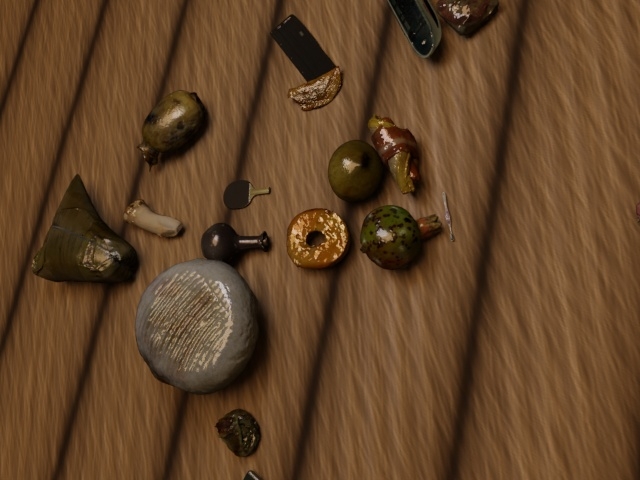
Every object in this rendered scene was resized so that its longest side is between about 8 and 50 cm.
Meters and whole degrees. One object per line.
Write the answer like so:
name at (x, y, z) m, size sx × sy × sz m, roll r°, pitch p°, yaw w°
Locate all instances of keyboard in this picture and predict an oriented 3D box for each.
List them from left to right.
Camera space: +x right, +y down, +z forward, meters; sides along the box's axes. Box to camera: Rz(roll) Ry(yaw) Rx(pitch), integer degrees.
keyboard at (-0.082, -0.600, 2.049) m, size 0.103 × 0.041 × 0.381 m, roll -38°, pitch 68°, yaw 10°

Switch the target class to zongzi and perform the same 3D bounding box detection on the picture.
zongzi at (-0.683, -0.045, 2.100) m, size 0.323 × 0.160 × 0.360 m, roll 2°, pitch 68°, yaw 21°

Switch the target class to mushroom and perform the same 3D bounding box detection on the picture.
mushroom at (-0.495, -0.059, 2.055) m, size 0.209 × 0.071 × 0.084 m, roll 22°, pitch 52°, yaw 27°

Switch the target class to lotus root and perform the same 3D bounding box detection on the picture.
lotus root at (-0.464, -0.337, 2.080) m, size 0.278 × 0.154 × 0.154 m, roll -46°, pitch 60°, yaw 9°

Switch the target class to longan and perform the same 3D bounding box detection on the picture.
longan at (0.083, -0.177, 1.772) m, size 0.155 × 0.145 × 0.176 m, roll -51°, pitch 15°, yaw -22°

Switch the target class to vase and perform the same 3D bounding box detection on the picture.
vase at (-0.230, 0.008, 1.881) m, size 0.183 × 0.120 × 0.120 m, roll -4°, pitch 72°, yaw 11°

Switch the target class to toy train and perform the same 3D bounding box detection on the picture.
toy train at (0.245, -0.647, 1.867) m, size 0.086 × 0.088 × 0.407 m, roll -49°, pitch 53°, yaw 46°

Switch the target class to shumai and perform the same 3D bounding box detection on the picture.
shumai at (-0.215, 0.480, 1.728) m, size 0.099 × 0.087 × 0.124 m, roll -45°, pitch 62°, yaw 5°

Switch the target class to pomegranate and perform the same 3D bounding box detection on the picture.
pomegranate at (0.191, -0.013, 1.660) m, size 0.205 × 0.159 × 0.159 m, roll -17°, pitch 64°, yaw -7°

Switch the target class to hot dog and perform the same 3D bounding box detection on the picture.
hot dog at (0.196, -0.234, 1.738) m, size 0.093 × 0.123 × 0.261 m, roll -35°, pitch 65°, yaw 22°

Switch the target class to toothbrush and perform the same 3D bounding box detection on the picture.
toothbrush at (0.312, -0.060, 1.688) m, size 0.011 × 0.013 × 0.131 m, roll -13°, pitch 65°, yaw 16°

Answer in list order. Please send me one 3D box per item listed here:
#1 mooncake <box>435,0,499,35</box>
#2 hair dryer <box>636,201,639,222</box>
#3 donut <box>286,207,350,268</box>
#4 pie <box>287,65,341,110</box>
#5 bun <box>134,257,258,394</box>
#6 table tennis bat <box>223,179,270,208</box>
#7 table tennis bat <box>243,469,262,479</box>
mooncake at (0.379, -0.607, 1.790) m, size 0.130 × 0.073 × 0.125 m, roll -41°, pitch 61°, yaw -3°
hair dryer at (0.771, -0.173, 1.406) m, size 0.125 × 0.210 × 0.352 m, roll 43°, pitch 110°, yaw 25°
donut at (0.000, 0.000, 1.794) m, size 0.178 × 0.065 × 0.162 m, roll 7°, pitch 82°, yaw 27°
pie at (-0.012, -0.421, 1.949) m, size 0.170 × 0.034 × 0.092 m, roll -19°, pitch 86°, yaw 15°
bun at (-0.306, 0.225, 1.784) m, size 0.362 × 0.211 × 0.362 m, roll -10°, pitch 67°, yaw 23°
table tennis bat at (-0.213, -0.135, 1.969) m, size 0.156 × 0.013 × 0.087 m, roll -5°, pitch 71°, yaw 25°
table tennis bat at (-0.070, 0.652, 1.638) m, size 0.301 × 0.022 × 0.173 m, roll 29°, pitch 88°, yaw 29°
